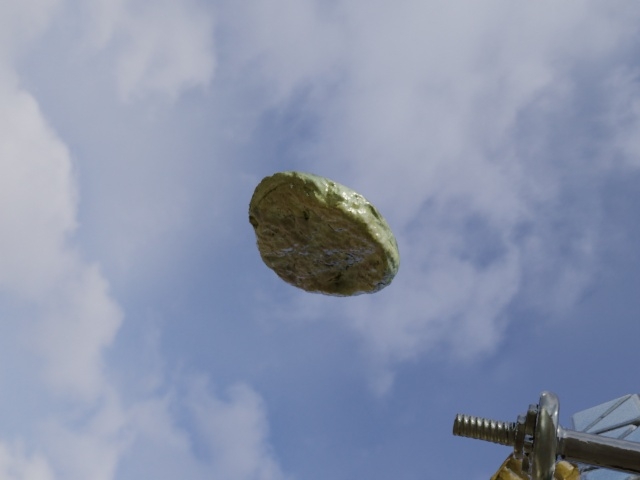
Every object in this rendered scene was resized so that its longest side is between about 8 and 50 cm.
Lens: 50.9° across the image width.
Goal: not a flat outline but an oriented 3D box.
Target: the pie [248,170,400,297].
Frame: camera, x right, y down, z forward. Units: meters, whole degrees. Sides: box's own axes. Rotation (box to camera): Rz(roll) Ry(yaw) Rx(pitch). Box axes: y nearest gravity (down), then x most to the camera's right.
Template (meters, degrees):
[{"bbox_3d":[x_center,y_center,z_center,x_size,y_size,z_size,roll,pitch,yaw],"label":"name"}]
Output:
[{"bbox_3d":[0.000,0.000,1.129,0.277,0.078,0.277,15,-37,12],"label":"pie"}]

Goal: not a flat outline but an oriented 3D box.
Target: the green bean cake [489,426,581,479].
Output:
[{"bbox_3d":[0.432,0.480,1.263,0.224,0.229,0.131,54,-13,-33],"label":"green bean cake"}]

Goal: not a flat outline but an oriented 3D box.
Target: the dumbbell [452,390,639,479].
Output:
[{"bbox_3d":[0.229,0.164,0.513,0.254,0.081,0.082,7,-73,19],"label":"dumbbell"}]

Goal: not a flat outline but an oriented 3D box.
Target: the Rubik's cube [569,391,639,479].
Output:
[{"bbox_3d":[0.406,0.254,0.741,0.233,0.229,0.228,3,-42,17],"label":"Rubik's cube"}]
